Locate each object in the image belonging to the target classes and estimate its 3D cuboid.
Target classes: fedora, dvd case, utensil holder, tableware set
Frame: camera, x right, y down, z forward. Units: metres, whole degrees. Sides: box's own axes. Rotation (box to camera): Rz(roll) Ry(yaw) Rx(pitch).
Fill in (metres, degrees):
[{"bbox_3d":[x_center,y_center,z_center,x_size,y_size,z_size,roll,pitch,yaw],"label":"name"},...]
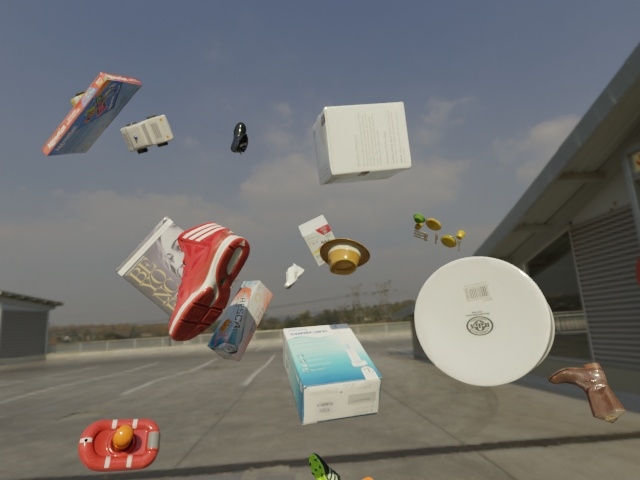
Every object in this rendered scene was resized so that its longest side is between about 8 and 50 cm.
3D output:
[{"bbox_3d":[0.083,0.072,1.514,0.195,0.079,0.194,9,-37,7],"label":"fedora"},{"bbox_3d":[-0.322,0.077,0.949,0.221,0.164,0.018,41,-10,-4],"label":"dvd case"},{"bbox_3d":[0.452,0.223,1.132,0.328,0.326,0.386,-10,-15,26],"label":"utensil holder"},{"bbox_3d":[0.344,-0.029,1.221,0.154,0.024,0.104,21,-33,29],"label":"tableware set"}]

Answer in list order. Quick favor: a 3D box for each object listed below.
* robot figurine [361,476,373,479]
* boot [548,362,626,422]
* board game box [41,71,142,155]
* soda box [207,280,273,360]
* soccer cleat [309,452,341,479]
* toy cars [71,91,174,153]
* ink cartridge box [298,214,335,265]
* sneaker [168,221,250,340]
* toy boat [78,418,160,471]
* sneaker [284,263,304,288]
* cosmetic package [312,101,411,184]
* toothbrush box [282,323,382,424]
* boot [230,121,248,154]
[{"bbox_3d":[0.105,0.654,0.937,0.158,0.219,0.128,3,13,15],"label":"robot figurine"},{"bbox_3d":[0.524,0.308,0.827,0.107,0.114,0.037,-31,-56,27],"label":"boot"},{"bbox_3d":[-0.613,-0.334,1.122,0.281,0.027,0.145,-39,5,18],"label":"board game box"},{"bbox_3d":[-0.182,0.181,0.966,0.058,0.183,0.063,-6,-44,37],"label":"soda box"},{"bbox_3d":[0.026,0.809,1.432,0.060,0.178,0.072,-46,-18,21],"label":"soccer cleat"},{"bbox_3d":[-0.658,-0.385,1.339,0.394,0.176,0.087,30,33,7],"label":"toy cars"},{"bbox_3d":[0.000,0.000,1.914,0.128,0.176,0.127,-27,27,-1],"label":"ink cartridge box"},{"bbox_3d":[-0.229,0.067,0.776,0.128,0.221,0.087,33,-2,34],"label":"sneaker"},{"bbox_3d":[-0.612,0.614,1.281,0.231,0.150,0.151,8,-45,-22],"label":"toy boat"},{"bbox_3d":[-0.124,0.153,1.768,0.053,0.061,0.152,-50,2,33],"label":"sneaker"},{"bbox_3d":[0.090,-0.220,0.968,0.184,0.151,0.151,-8,0,-10],"label":"cosmetic package"},{"bbox_3d":[0.019,0.370,1.210,0.217,0.126,0.295,-2,19,-16],"label":"toothbrush box"},{"bbox_3d":[-0.283,-0.366,1.487,0.045,0.121,0.099,17,0,-27],"label":"boot"}]
